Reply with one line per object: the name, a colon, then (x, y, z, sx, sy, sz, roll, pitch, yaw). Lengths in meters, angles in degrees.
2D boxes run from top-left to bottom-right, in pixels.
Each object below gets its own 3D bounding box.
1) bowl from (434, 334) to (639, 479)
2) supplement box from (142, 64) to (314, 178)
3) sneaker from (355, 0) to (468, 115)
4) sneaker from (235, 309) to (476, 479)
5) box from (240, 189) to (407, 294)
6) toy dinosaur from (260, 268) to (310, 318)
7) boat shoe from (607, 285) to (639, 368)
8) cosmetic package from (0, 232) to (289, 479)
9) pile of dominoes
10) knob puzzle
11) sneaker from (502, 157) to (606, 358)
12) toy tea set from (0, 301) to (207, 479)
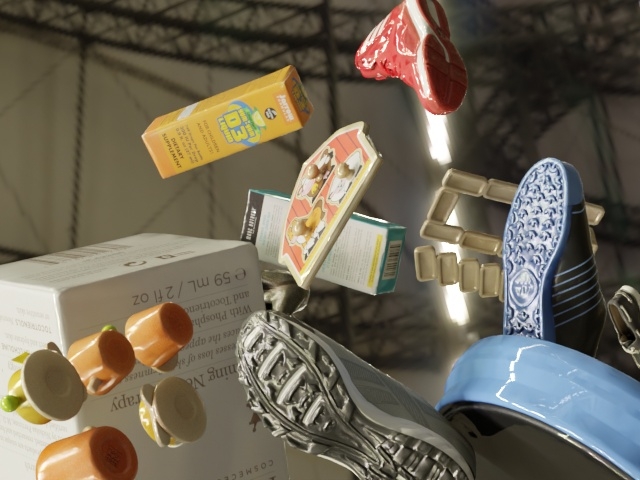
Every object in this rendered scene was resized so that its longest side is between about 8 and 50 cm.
bowl: (0.271, 0.256, 1.416, 0.077, 0.391, 0.391, -46, -58, -23)
supplement box: (-0.132, -0.168, 2.089, 0.078, 0.233, 0.080, 65, -162, -17)
sneaker: (0.118, -0.225, 1.954, 0.087, 0.128, 0.221, 31, -142, -31)
sneaker: (0.033, 0.162, 1.393, 0.271, 0.100, 0.108, 38, -158, 4)
box: (0.000, 0.000, 2.142, 0.060, 0.244, 0.100, -5, -71, -59)
toy dinosaur: (-0.085, 0.087, 2.403, 0.313, 0.160, 0.121, 155, 99, -70)
boat shoe: (0.390, 0.118, 1.829, 0.038, 0.046, 0.125, -35, -60, -27)
cosmetic package: (-0.282, 0.214, 2.107, 0.329, 0.327, 0.394, -15, -78, -36)
pile of dominoes: (0.255, -0.004, 2.029, 0.251, 0.196, 0.040, 14, -143, -14)
knob puzzle: (-0.004, -0.057, 1.676, 0.030, 0.213, 0.213, 26, -137, -21)
sneaker: (0.232, 0.039, 1.412, 0.090, 0.081, 0.232, 4, -86, -38)
toy tea set: (-0.257, 0.199, 1.755, 0.200, 0.124, 0.336, 60, -148, 1)
